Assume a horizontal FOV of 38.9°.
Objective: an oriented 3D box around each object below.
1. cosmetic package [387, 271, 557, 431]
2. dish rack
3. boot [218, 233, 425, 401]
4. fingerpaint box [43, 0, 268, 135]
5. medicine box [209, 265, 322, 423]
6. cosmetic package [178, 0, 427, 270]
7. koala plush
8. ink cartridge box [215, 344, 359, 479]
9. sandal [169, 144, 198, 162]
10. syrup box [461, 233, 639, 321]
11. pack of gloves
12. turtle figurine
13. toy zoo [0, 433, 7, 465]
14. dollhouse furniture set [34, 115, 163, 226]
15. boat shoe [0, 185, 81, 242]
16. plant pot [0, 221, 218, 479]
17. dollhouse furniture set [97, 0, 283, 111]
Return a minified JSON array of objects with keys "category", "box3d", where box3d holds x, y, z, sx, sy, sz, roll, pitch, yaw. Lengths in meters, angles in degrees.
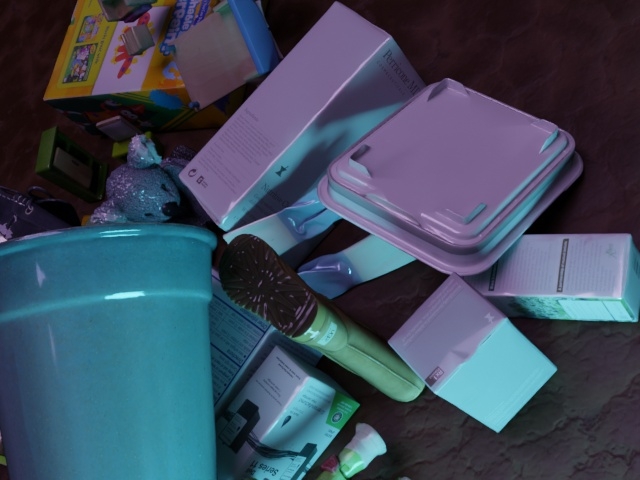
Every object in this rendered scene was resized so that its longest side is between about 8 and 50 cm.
[{"category":"cosmetic package","box3d":[0.199,0.148,1.153,0.127,0.238,0.107,-46,51,2]},{"category":"dish rack","box3d":[0.188,-0.113,1.284,0.286,0.072,0.333,31,54,27]},{"category":"boot","box3d":[0.000,0.116,1.276,0.089,0.269,0.236,-50,47,4]},{"category":"fingerpaint box","box3d":[-0.308,-0.445,1.825,0.371,0.163,0.444,0,67,29]},{"category":"medicine box","box3d":[-0.188,0.202,1.422,0.263,0.149,0.289,31,85,39]},{"category":"cosmetic package","box3d":[-0.012,-0.162,1.466,0.385,0.217,0.156,-47,51,5]},{"category":"koala plush","box3d":[-0.283,-0.074,1.550,0.203,0.221,0.196,35,99,30]},{"category":"ink cartridge box","box3d":[-0.065,0.275,1.306,0.208,0.153,0.087,-52,51,0]},{"category":"sandal","box3d":[-0.206,-0.121,1.669,0.179,0.040,0.067,36,96,30]},{"category":"syrup box","box3d":[0.306,0.050,1.232,0.237,0.093,0.096,0,66,32]},{"category":"pack of gloves","box3d":[0.000,0.000,1.399,0.232,0.195,0.046,-26,32,17]},{"category":"turtle figurine","box3d":[-0.011,0.384,1.214,0.266,0.274,0.198,-33,46,-19]},{"category":"toy zoo","box3d":[-0.447,0.326,1.594,0.293,0.030,0.192,4,68,33]},{"category":"dollhouse furniture set","box3d":[-0.424,-0.071,1.711,0.198,0.151,0.301,-13,60,26]},{"category":"boat shoe","box3d":[-0.484,0.002,1.536,0.500,0.186,0.156,33,61,30]},{"category":"plant pot","box3d":[-0.283,0.180,1.185,0.341,0.341,0.334,-14,78,25]},{"category":"dollhouse furniture set","box3d":[-0.181,-0.360,1.588,0.286,0.198,0.303,-24,90,40]}]
